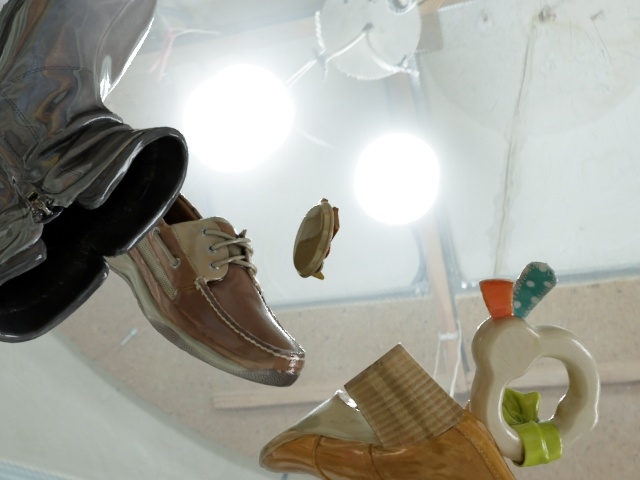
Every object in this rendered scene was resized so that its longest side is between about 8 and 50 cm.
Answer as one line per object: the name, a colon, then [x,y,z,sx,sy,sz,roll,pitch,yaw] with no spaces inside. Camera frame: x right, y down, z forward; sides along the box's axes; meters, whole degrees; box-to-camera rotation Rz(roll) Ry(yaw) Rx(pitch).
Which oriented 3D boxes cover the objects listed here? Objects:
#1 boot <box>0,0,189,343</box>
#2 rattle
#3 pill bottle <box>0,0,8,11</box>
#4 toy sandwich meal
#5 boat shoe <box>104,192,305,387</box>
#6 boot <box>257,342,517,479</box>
boot: [-0.173,-0.090,0.578,0.222,0.338,0.118,17,-21,35]
rattle: [0.168,0.094,0.706,0.130,0.143,0.200,-28,-71,8]
pill bottle: [-0.360,-0.221,0.873,0.162,0.162,0.278,32,-32,0]
toy sandwich meal: [0.000,0.000,0.750,0.029,0.085,0.086,18,-60,-23]
boat shoe: [-0.128,0.029,0.808,0.324,0.123,0.116,37,-80,32]
boot: [0.062,0.232,0.688,0.211,0.104,0.295,54,-37,10]
